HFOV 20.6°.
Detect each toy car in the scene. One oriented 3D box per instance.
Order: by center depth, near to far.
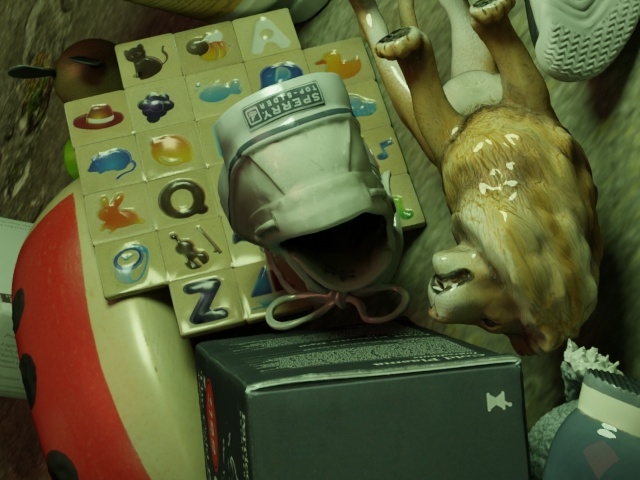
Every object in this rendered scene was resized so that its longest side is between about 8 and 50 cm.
[{"bbox_3d":[-0.232,-0.150,1.843,0.155,0.188,0.149,-7,73,27],"label":"toy car"}]

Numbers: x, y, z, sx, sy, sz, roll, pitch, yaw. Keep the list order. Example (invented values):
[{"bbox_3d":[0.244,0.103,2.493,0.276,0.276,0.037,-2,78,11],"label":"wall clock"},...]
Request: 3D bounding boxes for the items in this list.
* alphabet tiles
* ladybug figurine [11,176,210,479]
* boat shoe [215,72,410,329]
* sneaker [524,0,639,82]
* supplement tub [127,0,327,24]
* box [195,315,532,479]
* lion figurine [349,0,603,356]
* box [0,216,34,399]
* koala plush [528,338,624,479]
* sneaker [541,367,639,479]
[{"bbox_3d":[-0.073,-0.070,1.577,0.011,0.285,0.342,82,173,-54],"label":"alphabet tiles"},{"bbox_3d":[-0.186,0.122,1.647,0.449,0.162,0.305,-110,1,-45],"label":"ladybug figurine"},{"bbox_3d":[0.008,-0.003,1.327,0.367,0.136,0.156,91,158,-78],"label":"boat shoe"},{"bbox_3d":[0.175,-0.243,1.383,0.153,0.101,0.268,-19,67,62],"label":"sneaker"},{"bbox_3d":[-0.141,-0.334,1.682,0.228,0.316,0.228,-23,62,52],"label":"supplement tub"},{"bbox_3d":[0.028,0.239,1.216,0.312,0.179,0.343,-176,80,-79],"label":"box"},{"bbox_3d":[0.120,-0.085,1.355,0.142,0.240,0.392,-22,22,9],"label":"lion figurine"},{"bbox_3d":[-0.309,0.079,1.943,0.119,0.181,0.182,-60,37,27],"label":"box"},{"bbox_3d":[0.203,0.156,1.150,0.221,0.203,0.196,-165,88,-70],"label":"koala plush"},{"bbox_3d":[0.267,0.191,0.963,0.319,0.112,0.131,26,95,14],"label":"sneaker"}]
